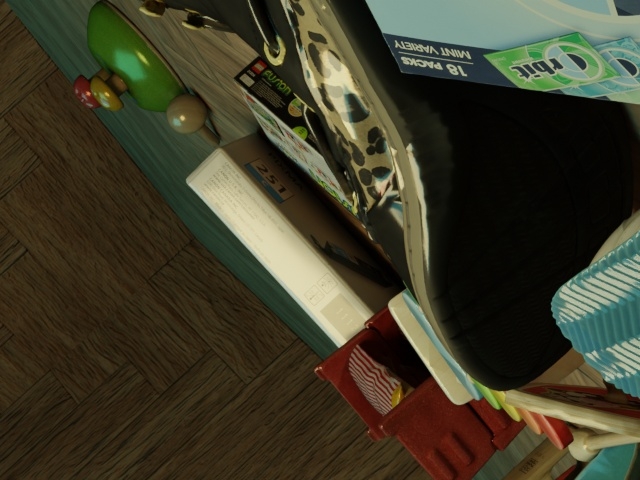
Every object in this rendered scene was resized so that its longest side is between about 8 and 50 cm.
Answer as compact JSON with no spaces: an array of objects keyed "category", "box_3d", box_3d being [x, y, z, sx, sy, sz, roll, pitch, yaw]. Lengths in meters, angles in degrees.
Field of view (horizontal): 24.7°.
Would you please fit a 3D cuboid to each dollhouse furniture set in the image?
[{"category":"dollhouse furniture set","box_3d":[0.188,0.237,1.531,0.374,0.152,0.201,50,172,-19]}]

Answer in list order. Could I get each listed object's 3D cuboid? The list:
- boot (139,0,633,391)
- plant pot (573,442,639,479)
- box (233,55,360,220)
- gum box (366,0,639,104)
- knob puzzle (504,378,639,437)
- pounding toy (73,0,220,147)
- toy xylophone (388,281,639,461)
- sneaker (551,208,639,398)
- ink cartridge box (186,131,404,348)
[{"category":"boot","box_3d":[0.010,-0.108,0.793,0.284,0.138,0.377,38,164,46]},{"category":"plant pot","box_3d":[0.281,0.333,1.167,0.255,0.272,0.271,35,172,4]},{"category":"box","box_3d":[0.009,-0.078,1.358,0.207,0.036,0.114,43,171,34]},{"category":"gum box","box_3d":[0.073,-0.121,0.514,0.157,0.041,0.184,12,154,31]},{"category":"knob puzzle","box_3d":[0.201,0.095,0.852,0.213,0.030,0.213,9,-179,0]},{"category":"pounding toy","box_3d":[-0.255,-0.199,1.953,0.237,0.110,0.183,47,173,9]},{"category":"toy xylophone","box_3d":[0.148,0.087,1.159,0.236,0.081,0.323,54,173,11]},{"category":"sneaker","box_3d":[0.180,-0.008,0.578,0.087,0.092,0.228,50,153,-4]},{"category":"ink cartridge box","box_3d":[0.000,0.000,1.719,0.296,0.066,0.261,47,-162,2]}]
